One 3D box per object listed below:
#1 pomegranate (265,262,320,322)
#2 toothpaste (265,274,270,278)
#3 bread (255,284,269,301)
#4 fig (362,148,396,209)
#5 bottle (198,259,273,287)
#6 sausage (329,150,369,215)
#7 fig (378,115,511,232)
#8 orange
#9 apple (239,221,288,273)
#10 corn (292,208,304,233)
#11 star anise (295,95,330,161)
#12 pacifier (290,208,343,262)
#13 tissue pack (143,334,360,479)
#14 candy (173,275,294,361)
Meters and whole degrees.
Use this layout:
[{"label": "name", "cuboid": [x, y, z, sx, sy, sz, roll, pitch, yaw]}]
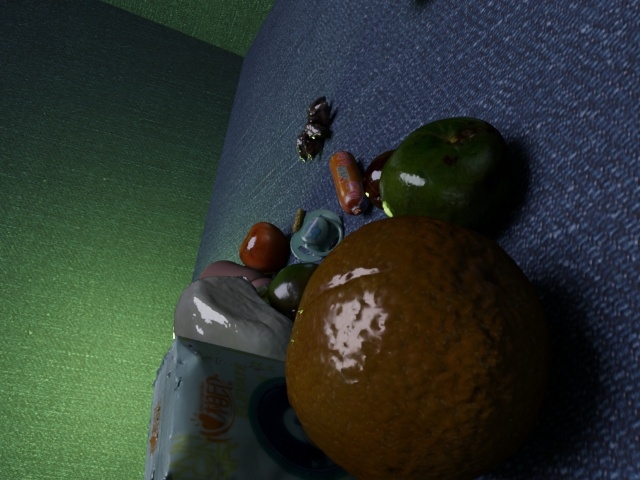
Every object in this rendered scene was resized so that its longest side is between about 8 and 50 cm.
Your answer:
[{"label": "pomegranate", "cuboid": [-0.029, 0.125, 1.365, 0.180, 0.179, 0.210, -63, 2, 26]}, {"label": "toothpaste", "cuboid": [-0.200, 0.143, 1.945, 0.100, 0.066, 0.323, 140, 146, -64]}, {"label": "bread", "cuboid": [-0.169, 0.294, 1.560, 0.187, 0.155, 0.338, 41, 123, 23]}, {"label": "fig", "cuboid": [0.149, -0.134, 1.181, 0.109, 0.103, 0.155, -33, 15, 52]}, {"label": "bottle", "cuboid": [-0.239, 0.170, 1.761, 0.296, 0.206, 0.173, 14, 116, 48]}, {"label": "sausage", "cuboid": [0.070, -0.130, 1.416, 0.234, 0.071, 0.071, -103, 35, -54]}, {"label": "fig", "cuboid": [0.201, -0.055, 0.936, 0.203, 0.203, 0.235, -104, -4, -55]}, {"label": "orange", "cuboid": [0.108, 0.146, 0.746, 0.357, 0.322, 0.322, 118, 158, -46]}, {"label": "apple", "cuboid": [-0.173, 0.027, 1.860, 0.163, 0.139, 0.163, -56, 12, 19]}, {"label": "corn", "cuboid": [-0.067, -0.055, 1.786, 0.027, 0.028, 0.083, -3, 70, 47]}, {"label": "star anise", "cuboid": [-0.021, -0.338, 1.826, 0.197, 0.073, 0.212, -121, 48, -68]}, {"label": "pacifier", "cuboid": [0.000, 0.000, 1.498, 0.150, 0.126, 0.117, -63, -22, -21]}, {"label": "tissue pack", "cuboid": [-0.079, 0.334, 0.975, 0.162, 0.388, 0.287, -61, 23, 27]}, {"label": "candy", "cuboid": [-0.188, 0.283, 1.343, 0.186, 0.386, 0.427, -38, -23, -37]}]
